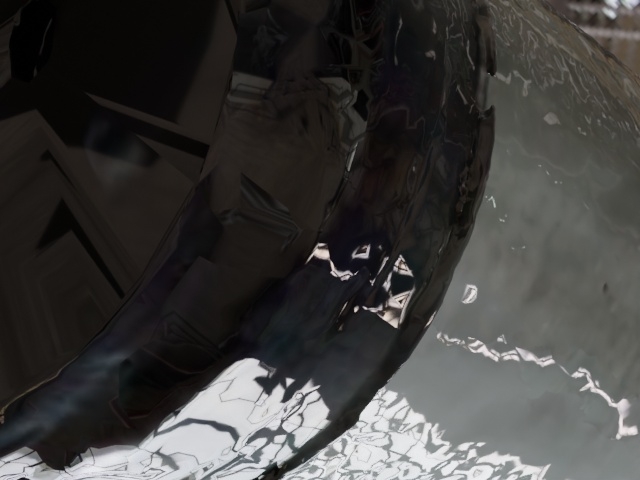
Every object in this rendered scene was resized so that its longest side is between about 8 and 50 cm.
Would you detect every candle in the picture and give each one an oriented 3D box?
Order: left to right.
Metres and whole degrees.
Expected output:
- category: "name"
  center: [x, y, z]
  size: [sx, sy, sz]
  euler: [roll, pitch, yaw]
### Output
- category: "candle"
  center: [0.000, 0.000, 0.561]
  size: [0.221, 0.342, 0.221]
  euler: [-13, -113, 33]
